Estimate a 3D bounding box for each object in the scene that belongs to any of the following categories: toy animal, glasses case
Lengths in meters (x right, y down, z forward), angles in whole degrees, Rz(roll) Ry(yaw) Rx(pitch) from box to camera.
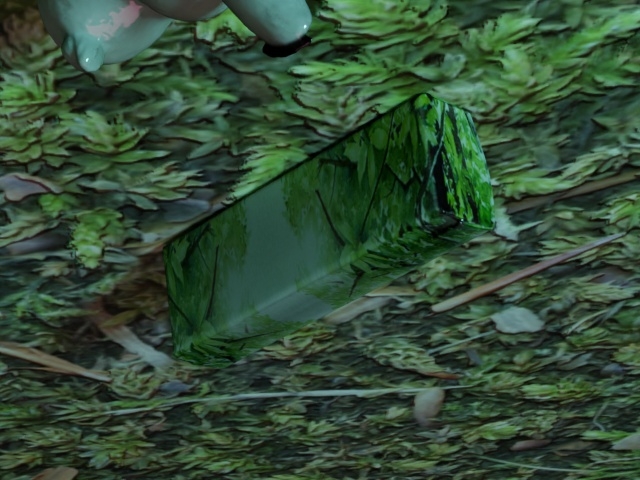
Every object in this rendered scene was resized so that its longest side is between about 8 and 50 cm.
[{"bbox_3d":[-0.065,-0.138,1.058,0.131,0.127,0.181,26,151,-38],"label":"toy animal"},{"bbox_3d":[0.000,0.000,1.377,0.062,0.095,0.272,18,146,-42],"label":"glasses case"}]
